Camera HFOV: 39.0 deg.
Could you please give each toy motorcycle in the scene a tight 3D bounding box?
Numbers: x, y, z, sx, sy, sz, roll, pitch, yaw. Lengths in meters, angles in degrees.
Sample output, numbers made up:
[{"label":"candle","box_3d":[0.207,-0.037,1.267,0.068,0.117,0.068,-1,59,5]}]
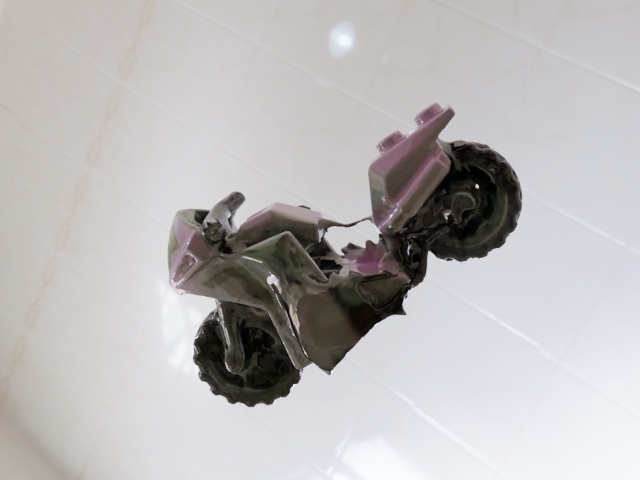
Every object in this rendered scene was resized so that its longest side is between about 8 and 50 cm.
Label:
[{"label":"toy motorcycle","box_3d":[0.000,0.000,0.765,0.327,0.188,0.143,-37,7,14]}]
